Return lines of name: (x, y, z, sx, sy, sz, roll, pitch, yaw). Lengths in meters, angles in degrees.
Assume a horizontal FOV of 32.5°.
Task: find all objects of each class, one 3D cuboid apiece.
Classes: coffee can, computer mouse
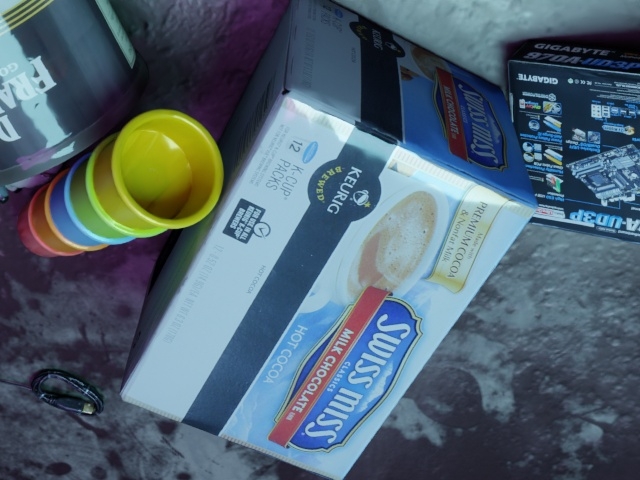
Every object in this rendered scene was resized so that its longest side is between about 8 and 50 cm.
coffee can: (-0.289, -0.208, 0.879, 0.202, 0.201, 0.275, -17, 125, 12)
computer mouse: (-0.364, 0.169, 1.230, 0.242, 0.041, 0.071, 10, 122, -6)

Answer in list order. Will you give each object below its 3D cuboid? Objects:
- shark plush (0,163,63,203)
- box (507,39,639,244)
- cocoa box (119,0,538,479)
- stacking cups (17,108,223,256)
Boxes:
shark plush: (-0.330, -0.102, 1.067, 0.161, 0.073, 0.067, 37, 98, 2)
box: (0.281, -0.082, 0.988, 0.220, 0.051, 0.175, 12, 128, 31)
cocoa box: (0.000, 0.000, 1.000, 0.228, 0.231, 0.347, 24, 120, -13)
stacking cups: (-0.200, -0.041, 0.974, 0.096, 0.096, 0.316, 41, 155, -22)
